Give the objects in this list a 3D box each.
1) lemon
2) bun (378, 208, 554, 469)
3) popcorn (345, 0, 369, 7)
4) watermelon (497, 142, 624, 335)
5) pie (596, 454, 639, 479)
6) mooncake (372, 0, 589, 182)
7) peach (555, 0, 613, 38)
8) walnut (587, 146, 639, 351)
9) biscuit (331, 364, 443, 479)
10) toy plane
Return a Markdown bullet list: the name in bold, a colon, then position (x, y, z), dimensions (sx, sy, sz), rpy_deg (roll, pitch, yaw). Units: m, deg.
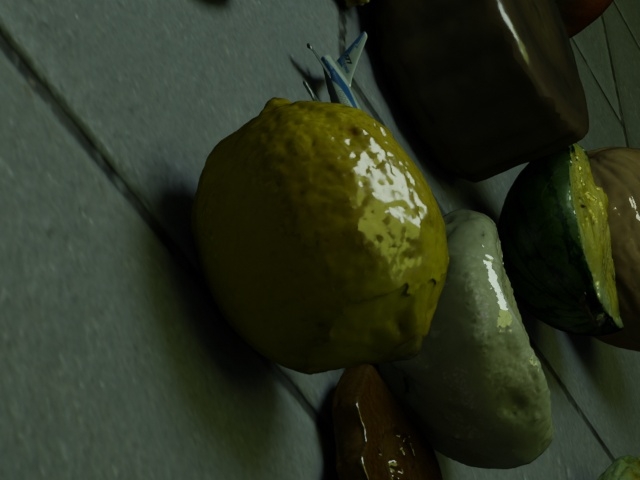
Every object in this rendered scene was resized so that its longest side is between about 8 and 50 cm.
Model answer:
- **lemon**: position (-0.001, -0.003, 1.296), dimensions (0.193, 0.181, 0.180), rpy_deg (62, 20, -15)
- **bun**: position (0.111, 0.084, 1.542), dimensions (0.231, 0.133, 0.231), rpy_deg (-15, 90, -85)
- **popcorn**: position (0.033, -0.279, 1.863), dimensions (0.082, 0.057, 0.083), rpy_deg (28, 46, -51)
- **watermelon**: position (0.258, 0.011, 2.024), dimensions (0.204, 0.127, 0.232), rpy_deg (53, 29, -56)
- **pie**: position (0.364, 0.363, 1.960), dimensions (0.274, 0.105, 0.257), rpy_deg (61, 29, -17)
- **mooncake**: position (0.165, -0.212, 1.972), dimensions (0.290, 0.161, 0.290), rpy_deg (54, 23, -35)
- **peach**: position (0.265, -0.364, 2.271), dimensions (0.252, 0.252, 0.252), rpy_deg (53, 24, -36)
- **walnut**: position (0.372, 0.013, 2.219), dimensions (0.261, 0.225, 0.225), rpy_deg (65, 19, -4)
- **biscuit**: position (0.056, 0.209, 1.410), dimensions (0.182, 0.034, 0.215), rpy_deg (53, 22, -38)
- **toy plane**: position (0.040, -0.077, 1.655), dimensions (0.226, 0.058, 0.226), rpy_deg (29, 45, -66)
